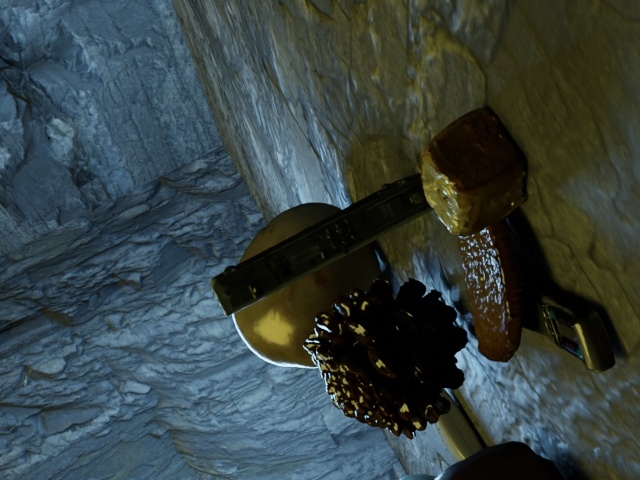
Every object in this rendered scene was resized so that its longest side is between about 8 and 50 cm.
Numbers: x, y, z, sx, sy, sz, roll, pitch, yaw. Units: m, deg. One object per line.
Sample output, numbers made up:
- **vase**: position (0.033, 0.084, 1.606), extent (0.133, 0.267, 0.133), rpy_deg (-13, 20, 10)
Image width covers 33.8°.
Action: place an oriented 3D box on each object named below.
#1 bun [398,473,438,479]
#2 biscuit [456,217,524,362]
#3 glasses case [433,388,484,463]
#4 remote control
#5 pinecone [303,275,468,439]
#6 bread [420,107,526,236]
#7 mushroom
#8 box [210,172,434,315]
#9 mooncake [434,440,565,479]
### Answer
- **bun**: position (0.249, 0.578, 1.910), extent (0.355, 0.194, 0.354), rpy_deg (61, 176, 7)
- **biscuit**: position (0.155, 0.020, 0.958), extent (0.126, 0.025, 0.206), rpy_deg (-142, 39, -76)
- **glasses case**: position (0.219, 0.311, 1.690), extent (0.197, 0.049, 0.076), rpy_deg (59, 173, 31)
- **remote control**: position (0.200, 0.065, 0.930), extent (0.059, 0.028, 0.212), rpy_deg (64, 174, -12)
- **pinecone**: position (0.092, 0.143, 1.373), extent (0.221, 0.221, 0.221), rpy_deg (61, 173, 12)
- **bread**: position (0.123, -0.056, 0.870), extent (0.077, 0.070, 0.083), rpy_deg (58, 170, 30)
- **mushroom**: position (0.011, 0.093, 1.802), extent (0.290, 0.292, 0.292), rpy_deg (24, -155, -44)
- **box**: position (0.000, 0.000, 1.188), extent (0.045, 0.270, 0.211), rpy_deg (63, 175, -3)
- **mooncake**: position (0.256, 0.413, 1.212), extent (0.334, 0.174, 0.326), rpy_deg (58, -172, -36)
